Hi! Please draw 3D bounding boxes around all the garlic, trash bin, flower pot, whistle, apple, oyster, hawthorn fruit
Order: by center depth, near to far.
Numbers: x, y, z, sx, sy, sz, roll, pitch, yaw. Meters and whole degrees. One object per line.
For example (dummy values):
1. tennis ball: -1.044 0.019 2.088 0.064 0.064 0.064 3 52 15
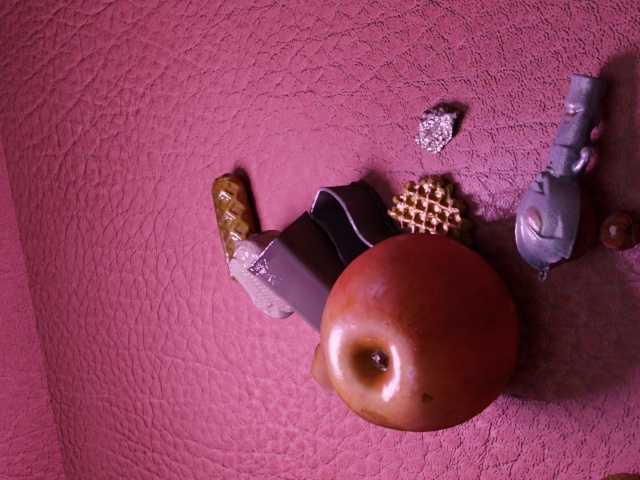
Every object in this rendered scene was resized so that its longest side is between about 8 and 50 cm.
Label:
1. hawthorn fruit: 0.470 -0.013 1.573 0.103 0.066 0.067 -12 90 61
2. whistle: 0.402 -0.096 1.587 0.133 0.142 0.346 14 101 10
3. apple: 0.168 0.173 1.755 0.363 0.363 0.364 16 111 47
4. oyster: 0.217 -0.211 1.842 0.098 0.037 0.100 31 122 42
5. flower pot: 0.085 -0.022 1.994 0.229 0.108 0.103 54 135 26
6. trash bin: -0.009 0.081 2.018 0.240 0.164 0.122 45 121 2
7. garlic: 0.064 0.263 2.085 0.318 0.112 0.143 -20 70 57

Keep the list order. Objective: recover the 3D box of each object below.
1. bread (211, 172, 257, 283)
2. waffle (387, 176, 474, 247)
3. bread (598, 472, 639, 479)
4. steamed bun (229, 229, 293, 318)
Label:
1. bread: -0.203 -0.032 2.352 0.087 0.098 0.270 -14 87 12
2. waffle: 0.217 -0.037 1.879 0.161 0.046 0.192 -48 65 41
3. bread: 0.505 0.515 1.588 0.269 0.148 0.270 16 111 47
4. steamed bun: -0.099 0.062 2.213 0.218 0.144 0.211 51 153 -12
